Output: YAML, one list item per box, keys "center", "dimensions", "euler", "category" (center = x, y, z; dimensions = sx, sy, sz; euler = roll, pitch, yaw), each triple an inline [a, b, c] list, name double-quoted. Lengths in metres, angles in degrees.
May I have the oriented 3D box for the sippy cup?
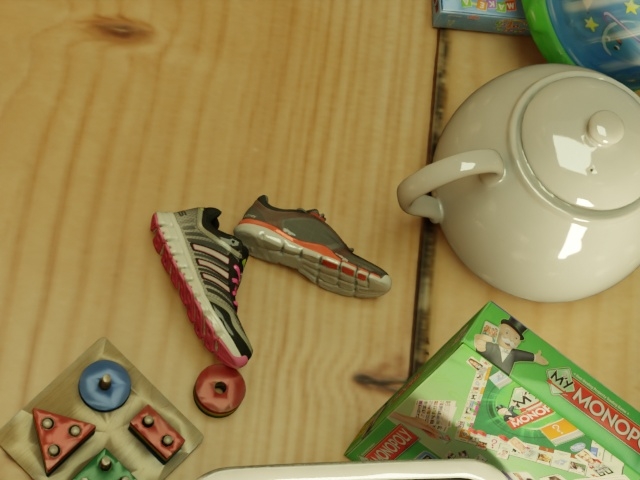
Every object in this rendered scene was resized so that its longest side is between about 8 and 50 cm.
- center: [0.353, -0.263, 1.337]
  dimensions: [0.305, 0.224, 0.240]
  euler: [0, 93, -33]
  category: "sippy cup"

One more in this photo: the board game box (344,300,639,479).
- center: [0.156, 0.182, 1.124]
  dimensions: [0.213, 0.317, 0.046]
  euler: [37, 62, 2]
  category: "board game box"

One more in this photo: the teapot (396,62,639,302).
- center: [0.230, -0.070, 1.304]
  dimensions: [0.252, 0.187, 0.256]
  euler: [31, 68, 0]
  category: "teapot"

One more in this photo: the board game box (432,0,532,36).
- center: [0.196, -0.321, 1.465]
  dimensions: [0.160, 0.039, 0.212]
  euler: [4, 68, -11]
  category: "board game box"

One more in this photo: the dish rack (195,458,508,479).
- center: [0.010, 0.326, 1.111]
  dimensions: [0.285, 0.072, 0.333]
  euler: [0, 103, -12]
  category: "dish rack"

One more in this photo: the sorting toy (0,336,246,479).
- center: [-0.197, 0.175, 1.195]
  dimensions: [0.132, 0.046, 0.274]
  euler: [44, 68, 5]
  category: "sorting toy"

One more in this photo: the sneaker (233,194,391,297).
- center: [0.000, 0.000, 1.297]
  dimensions: [0.157, 0.061, 0.065]
  euler: [25, 61, -4]
  category: "sneaker"

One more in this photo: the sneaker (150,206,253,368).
- center: [-0.092, 0.035, 1.253]
  dimensions: [0.074, 0.063, 0.170]
  euler: [-21, 63, -18]
  category: "sneaker"
